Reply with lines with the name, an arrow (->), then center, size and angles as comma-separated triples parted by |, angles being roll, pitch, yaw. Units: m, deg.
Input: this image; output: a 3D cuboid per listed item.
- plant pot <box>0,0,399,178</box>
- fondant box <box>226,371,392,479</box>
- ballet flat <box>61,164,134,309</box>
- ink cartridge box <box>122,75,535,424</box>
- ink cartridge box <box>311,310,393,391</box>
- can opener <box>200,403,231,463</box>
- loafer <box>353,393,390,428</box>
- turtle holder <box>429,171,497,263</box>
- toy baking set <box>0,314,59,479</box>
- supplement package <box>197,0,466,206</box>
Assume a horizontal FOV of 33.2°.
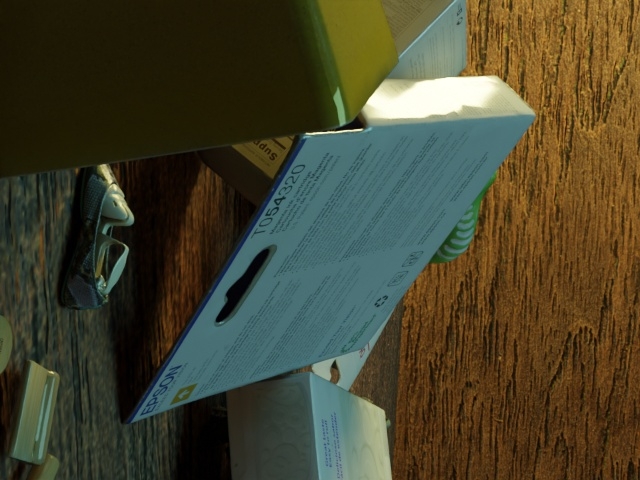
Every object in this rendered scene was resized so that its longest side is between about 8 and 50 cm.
plant pot -> -0.085, -0.165, 0.645 | 0.212, 0.212, 0.187 | -58, 138, -68
fondant box -> 0.003, 0.287, 1.159 | 0.330, 0.096, 0.238 | 41, 41, -67
ballet flat -> -0.152, -0.005, 0.758 | 0.041, 0.041, 0.114 | 60, 37, -73
ink cartridge box -> 0.000, 0.000, 0.937 | 0.330, 0.071, 0.324 | -9, 142, -49
ink cartridge box -> 0.038, 0.042, 1.457 | 0.353, 0.119, 0.207 | -59, 159, -24
can opener -> -0.083, 0.209, 1.193 | 0.186, 0.059, 0.073 | -1, 81, -78
loafer -> 0.016, 0.257, 1.527 | 0.084, 0.096, 0.267 | 62, -22, 5
turtle holder -> 0.047, -0.083, 1.196 | 0.320, 0.243, 0.228 | -99, -173, -69
toy baking set -> -0.207, 0.156, 0.585 | 0.197, 0.030, 0.256 | 80, 18, -47
supplement package -> 0.005, -0.147, 0.984 | 0.244, 0.139, 0.134 | -46, 159, -11
